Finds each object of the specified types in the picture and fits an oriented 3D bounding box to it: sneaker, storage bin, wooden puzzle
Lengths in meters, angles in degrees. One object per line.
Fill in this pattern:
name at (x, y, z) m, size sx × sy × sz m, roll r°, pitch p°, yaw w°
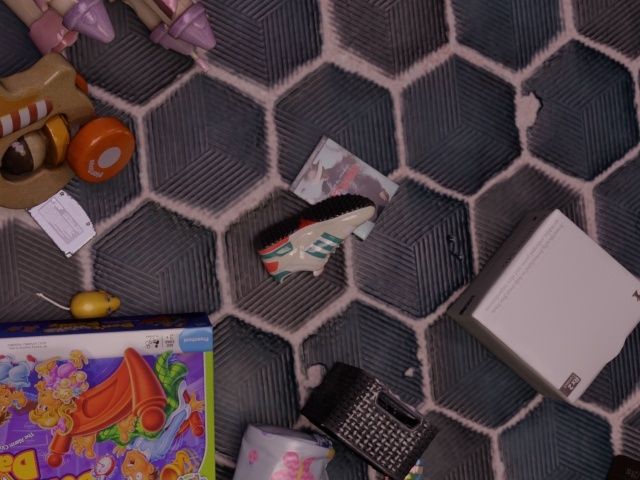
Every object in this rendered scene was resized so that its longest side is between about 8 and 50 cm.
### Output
sneaker at (0.000, 0.000, 1.883) m, size 0.161 × 0.057 × 0.075 m, roll -24°, pitch 119°, yaw -3°
storage bin at (0.057, 0.221, 1.827) m, size 0.122 × 0.180 × 0.084 m, roll 38°, pitch 82°, yaw -9°
wooden puzzle at (0.107, 0.304, 1.925) m, size 0.049 × 0.006 × 0.083 m, roll 8°, pitch 88°, yaw -11°

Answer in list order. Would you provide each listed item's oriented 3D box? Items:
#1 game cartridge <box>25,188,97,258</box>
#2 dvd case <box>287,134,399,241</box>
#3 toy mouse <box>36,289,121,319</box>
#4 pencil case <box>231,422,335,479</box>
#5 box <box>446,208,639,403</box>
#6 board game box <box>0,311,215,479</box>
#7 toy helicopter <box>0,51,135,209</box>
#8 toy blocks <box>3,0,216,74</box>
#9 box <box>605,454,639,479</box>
game cartridge at (-0.317, -0.026, 1.839) m, size 0.056 × 0.017 × 0.083 m, roll -40°, pitch 97°, yaw -6°
dvd case at (0.030, -0.067, 1.911) m, size 0.119 × 0.013 × 0.087 m, roll 34°, pitch 83°, yaw -8°
toy mouse at (-0.266, 0.133, 1.838) m, size 0.161 × 0.031 × 0.143 m, roll -2°, pitch 90°, yaw -12°
pencil case at (-0.069, 0.359, 1.836) m, size 0.124 × 0.113 × 0.273 m, roll 23°, pitch 82°, yaw -53°
box at (0.294, 0.083, 1.909) m, size 0.182 × 0.119 × 0.181 m, roll 41°, pitch 81°, yaw -8°
board game box at (-0.302, 0.215, 1.784) m, size 0.347 × 0.078 × 0.233 m, roll -3°, pitch 102°, yaw -11°
toy helicopter at (-0.380, -0.135, 1.673) m, size 0.235 × 0.355 × 0.140 m, roll -41°, pitch 62°, yaw -2°
toy blocks at (-0.199, -0.329, 1.732) m, size 0.309 × 0.288 × 0.260 m, roll -45°, pitch 91°, yaw -11°
box at (0.444, 0.405, 1.909) m, size 0.167 × 0.168 × 0.203 m, roll 24°, pitch 84°, yaw -10°
